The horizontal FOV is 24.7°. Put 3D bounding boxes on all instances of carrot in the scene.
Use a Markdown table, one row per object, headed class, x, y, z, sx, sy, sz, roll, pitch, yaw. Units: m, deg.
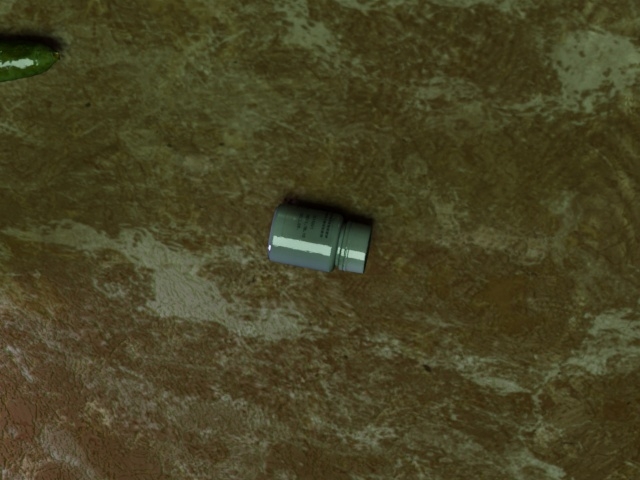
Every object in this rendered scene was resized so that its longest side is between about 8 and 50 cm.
| class | x | y | z | sx | sy | sz | roll | pitch | yaw |
| --- | --- | --- | --- | --- | --- | --- | --- | --- | --- |
| carrot | -0.505 | -0.228 | 1.894 | 0.359 | 0.074 | 0.074 | -4 | 125 | 14 |

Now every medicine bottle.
| class | x | y | z | sx | sy | sz | roll | pitch | yaw |
| --- | --- | --- | --- | --- | --- | --- | --- | --- | --- |
| medicine bottle | 0.000 | 0.000 | 1.940 | 0.130 | 0.080 | 0.080 | 11 | 127 | 4 |
